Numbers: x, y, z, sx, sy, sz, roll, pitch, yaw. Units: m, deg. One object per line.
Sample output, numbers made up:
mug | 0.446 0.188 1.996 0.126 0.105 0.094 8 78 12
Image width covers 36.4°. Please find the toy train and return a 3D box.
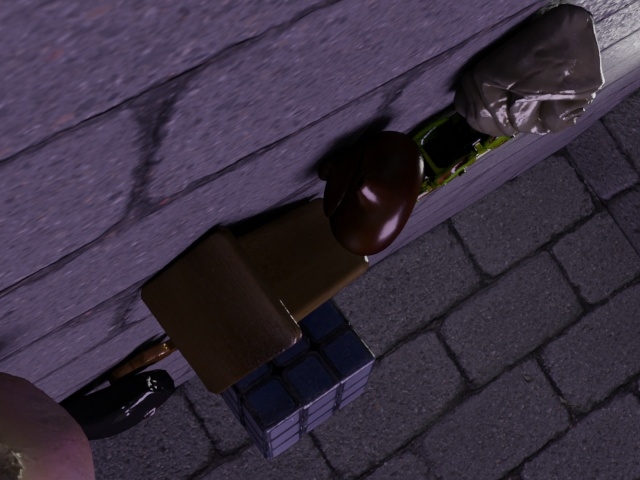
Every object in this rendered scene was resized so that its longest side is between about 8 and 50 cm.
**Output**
toy train | 0.205 -0.148 1.573 0.296 0.100 0.160 -34 175 11

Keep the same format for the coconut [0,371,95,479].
coconut | -0.421 0.300 1.126 0.297 0.297 0.309 -33 172 1

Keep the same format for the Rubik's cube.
Rubik's cube | -0.086 0.276 2.219 0.305 0.301 0.303 -32 162 -14

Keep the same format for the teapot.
teapot | 0.056 -0.077 1.353 0.178 0.135 0.252 -62 -168 2

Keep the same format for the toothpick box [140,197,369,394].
toothpick box | -0.077 0.060 1.454 0.187 0.190 0.308 -38 177 32

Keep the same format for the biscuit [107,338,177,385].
biscuit | -0.364 0.249 2.036 0.236 0.040 0.144 -30 169 40

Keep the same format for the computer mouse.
computer mouse | -0.438 0.360 2.065 0.269 0.100 0.170 -22 174 7

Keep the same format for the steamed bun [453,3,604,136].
steamed bun | 0.303 -0.213 1.355 0.218 0.144 0.211 -33 174 8
